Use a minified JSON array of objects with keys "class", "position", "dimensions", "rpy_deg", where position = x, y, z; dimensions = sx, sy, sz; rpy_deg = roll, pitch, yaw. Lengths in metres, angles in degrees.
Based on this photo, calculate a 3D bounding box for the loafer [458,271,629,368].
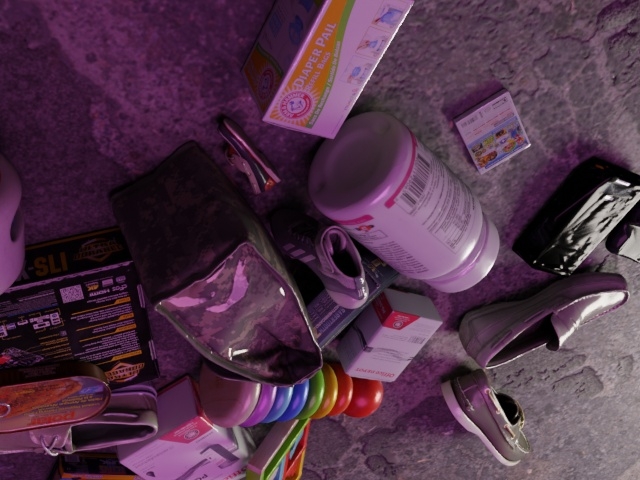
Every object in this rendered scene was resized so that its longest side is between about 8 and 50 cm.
[{"class":"loafer","position":[0.403,0.145,1.651],"dimensions":[0.319,0.111,0.112],"rpy_deg":[-20,136,-6]}]

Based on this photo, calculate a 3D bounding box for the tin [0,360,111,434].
[{"class":"tin","position":[-0.391,0.220,1.317],"dimensions":[0.189,0.040,0.106],"rpy_deg":[-5,129,-20]}]

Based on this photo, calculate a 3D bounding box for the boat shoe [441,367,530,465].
[{"class":"boat shoe","position":[0.342,0.343,1.815],"dimensions":[0.091,0.109,0.305],"rpy_deg":[-33,132,15]}]

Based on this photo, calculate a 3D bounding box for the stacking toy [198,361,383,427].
[{"class":"stacking toy","position":[-0.032,0.244,1.554],"dimensions":[0.330,0.141,0.141],"rpy_deg":[13,125,-40]}]

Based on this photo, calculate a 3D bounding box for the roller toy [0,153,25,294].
[{"class":"roller toy","position":[-0.437,-0.025,1.064],"dimensions":[0.191,0.209,0.146],"rpy_deg":[-42,153,-44]}]

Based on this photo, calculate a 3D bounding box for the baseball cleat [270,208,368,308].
[{"class":"baseball cleat","position":[0.000,0.000,1.271],"dimensions":[0.072,0.206,0.109],"rpy_deg":[-31,144,-23]}]

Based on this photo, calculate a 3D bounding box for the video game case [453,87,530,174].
[{"class":"video game case","position":[0.251,-0.157,1.371],"dimensions":[0.087,0.011,0.122],"rpy_deg":[-31,136,6]}]

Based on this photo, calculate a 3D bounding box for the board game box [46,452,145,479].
[{"class":"board game box","position":[-0.384,0.428,1.616],"dimensions":[0.170,0.048,0.141],"rpy_deg":[10,125,-31]}]

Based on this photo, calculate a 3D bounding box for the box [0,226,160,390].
[{"class":"box","position":[-0.400,0.127,1.305],"dimensions":[0.322,0.079,0.257],"rpy_deg":[-13,137,-12]}]

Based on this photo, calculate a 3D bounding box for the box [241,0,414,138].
[{"class":"box","position":[0.002,-0.238,1.110],"dimensions":[0.103,0.114,0.203],"rpy_deg":[11,127,-31]}]

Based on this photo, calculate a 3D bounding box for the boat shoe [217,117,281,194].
[{"class":"boat shoe","position":[-0.101,-0.108,1.237],"dimensions":[0.043,0.049,0.137],"rpy_deg":[-31,141,9]}]

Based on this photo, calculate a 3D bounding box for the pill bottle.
[{"class":"pill bottle","position":[0.126,-0.043,1.315],"dimensions":[0.160,0.160,0.283],"rpy_deg":[-39,134,15]}]

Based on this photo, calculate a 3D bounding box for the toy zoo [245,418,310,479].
[{"class":"toy zoo","position":[-0.080,0.420,1.667],"dimensions":[0.192,0.030,0.293],"rpy_deg":[-50,157,-44]}]

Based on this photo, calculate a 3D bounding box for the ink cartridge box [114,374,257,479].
[{"class":"ink cartridge box","position":[-0.222,0.343,1.577],"dimensions":[0.158,0.092,0.218],"rpy_deg":[-31,138,6]}]

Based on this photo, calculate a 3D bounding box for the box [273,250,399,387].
[{"class":"box","position":[0.019,0.107,1.413],"dimensions":[0.233,0.059,0.183],"rpy_deg":[-46,172,19]}]

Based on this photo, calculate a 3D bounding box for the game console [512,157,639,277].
[{"class":"game console","position":[0.512,-0.011,1.604],"dimensions":[0.361,0.044,0.213],"rpy_deg":[15,125,-33]}]

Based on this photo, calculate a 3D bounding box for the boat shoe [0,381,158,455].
[{"class":"boat shoe","position":[-0.396,0.278,1.435],"dimensions":[0.302,0.094,0.109],"rpy_deg":[-11,135,-14]}]

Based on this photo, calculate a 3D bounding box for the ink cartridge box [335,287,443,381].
[{"class":"ink cartridge box","position":[0.110,0.157,1.548],"dimensions":[0.109,0.063,0.150],"rpy_deg":[15,124,-34]}]

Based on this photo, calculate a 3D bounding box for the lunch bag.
[{"class":"lunch bag","position":[-0.122,0.052,1.241],"dimensions":[0.169,0.235,0.287],"rpy_deg":[-35,135,3]}]
